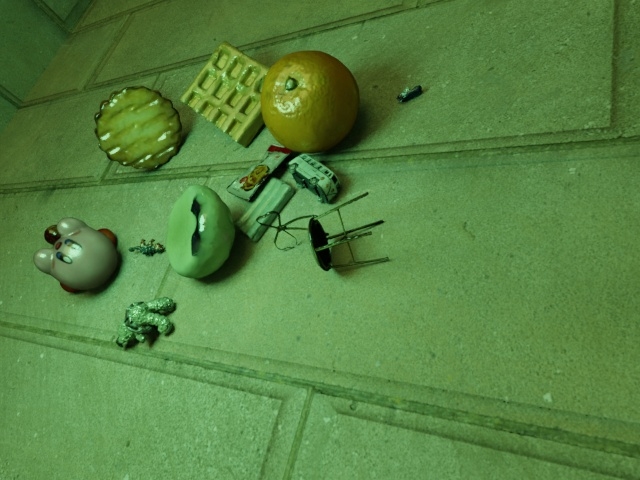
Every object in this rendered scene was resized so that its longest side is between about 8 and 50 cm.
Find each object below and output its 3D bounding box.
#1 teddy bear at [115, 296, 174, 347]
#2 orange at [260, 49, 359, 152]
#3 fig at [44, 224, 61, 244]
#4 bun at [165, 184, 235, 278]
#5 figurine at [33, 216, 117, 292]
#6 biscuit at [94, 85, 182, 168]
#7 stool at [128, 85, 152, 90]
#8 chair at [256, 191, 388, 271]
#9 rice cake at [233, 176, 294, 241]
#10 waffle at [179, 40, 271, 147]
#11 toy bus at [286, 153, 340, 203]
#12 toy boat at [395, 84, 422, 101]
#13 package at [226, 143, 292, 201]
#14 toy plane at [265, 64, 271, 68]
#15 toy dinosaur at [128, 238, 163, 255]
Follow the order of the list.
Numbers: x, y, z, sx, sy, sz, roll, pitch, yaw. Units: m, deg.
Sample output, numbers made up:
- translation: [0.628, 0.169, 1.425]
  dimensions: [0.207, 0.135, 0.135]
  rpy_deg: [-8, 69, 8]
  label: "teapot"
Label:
- translation: [-0.554, 0.247, 1.483]
  dimensions: [0.213, 0.111, 0.133]
  rpy_deg: [-25, 47, 13]
  label: "teddy bear"
- translation: [-0.035, -0.419, 1.485]
  dimensions: [0.312, 0.312, 0.312]
  rpy_deg: [-16, 53, 22]
  label: "orange"
- translation: [-1.079, -0.038, 2.024]
  dimensions: [0.089, 0.089, 0.125]
  rpy_deg: [-14, 34, 24]
  label: "fig"
- translation: [-0.348, -0.020, 1.497]
  dimensions: [0.283, 0.179, 0.283]
  rpy_deg: [-11, 76, 50]
  label: "bun"
- translation: [-0.818, 0.068, 1.715]
  dimensions: [0.211, 0.261, 0.269]
  rpy_deg: [28, 75, 12]
  label: "figurine"
- translation: [-0.699, -0.433, 1.884]
  dimensions: [0.326, 0.326, 0.107]
  rpy_deg: [-44, 41, -1]
  label: "biscuit"
- translation: [-0.778, -0.498, 2.068]
  dimensions: [0.179, 0.179, 0.264]
  rpy_deg: [-16, 54, 22]
  label: "stool"
- translation: [0.000, 0.000, 1.283]
  dimensions: [0.326, 0.160, 0.170]
  rpy_deg: [-15, 53, 18]
  label: "chair"
- translation: [-0.175, -0.105, 1.532]
  dimensions: [0.211, 0.038, 0.124]
  rpy_deg: [-50, 48, -7]
  label: "rice cake"
- translation: [-0.315, -0.546, 1.788]
  dimensions: [0.348, 0.077, 0.304]
  rpy_deg: [36, 91, 19]
  label: "waffle"
- translation: [-0.017, -0.188, 1.462]
  dimensions: [0.089, 0.087, 0.194]
  rpy_deg: [-40, 46, -11]
  label: "toy bus"
- translation: [0.269, -0.450, 1.489]
  dimensions: [0.083, 0.038, 0.038]
  rpy_deg: [-23, 51, 17]
  label: "toy boat"
- translation: [-0.196, -0.230, 1.614]
  dimensions: [0.239, 0.030, 0.154]
  rpy_deg: [-48, 39, -15]
  label: "package"
- translation: [-0.237, -0.598, 1.870]
  dimensions: [0.174, 0.080, 0.174]
  rpy_deg: [-34, 35, 28]
  label: "toy plane"
- translation: [-0.605, 0.027, 1.703]
  dimensions: [0.154, 0.049, 0.055]
  rpy_deg: [-4, 62, 24]
  label: "toy dinosaur"
